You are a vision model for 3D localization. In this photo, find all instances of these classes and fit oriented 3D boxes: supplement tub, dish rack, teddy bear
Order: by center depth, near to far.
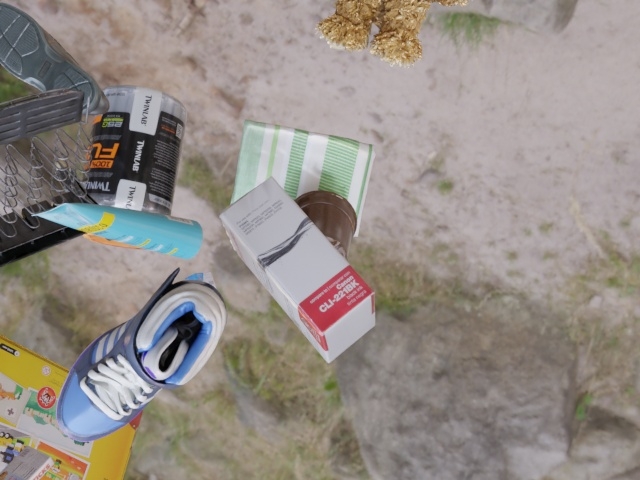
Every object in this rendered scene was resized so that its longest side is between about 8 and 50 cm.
[{"bbox_3d":[-0.406,-0.087,1.161,0.074,0.208,0.272,48,141,20],"label":"dish rack"},{"bbox_3d":[0.117,-0.420,1.340,0.245,0.338,0.113,30,157,20],"label":"teddy bear"},{"bbox_3d":[-0.424,-0.160,1.878,0.207,0.338,0.207,7,169,1],"label":"supplement tub"}]

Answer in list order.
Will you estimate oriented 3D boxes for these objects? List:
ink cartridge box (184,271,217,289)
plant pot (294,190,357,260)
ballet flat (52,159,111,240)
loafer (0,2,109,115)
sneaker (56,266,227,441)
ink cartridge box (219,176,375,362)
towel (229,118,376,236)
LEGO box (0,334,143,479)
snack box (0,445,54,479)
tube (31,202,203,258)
[{"bbox_3d":[-0.208,0.101,1.501,0.028,0.083,0.048,-27,168,29],"label":"ink cartridge box"},{"bbox_3d":[0.000,0.000,1.858,0.166,0.165,0.167,1,122,1],"label":"plant pot"},{"bbox_3d":[-0.399,-0.075,1.445,0.173,0.049,0.057,50,-179,-2],"label":"ballet flat"},{"bbox_3d":[-0.475,-0.304,1.449,0.267,0.096,0.084,42,-175,11],"label":"loafer"},{"bbox_3d":[-0.268,0.182,1.204,0.130,0.323,0.236,47,175,-7],"label":"sneaker"},{"bbox_3d":[-0.035,0.052,1.415,0.273,0.114,0.197,48,169,19],"label":"ink cartridge box"},{"bbox_3d":[-0.043,-0.144,2.009,0.324,0.248,0.038,8,-163,-11],"label":"towel"},{"bbox_3d":[-0.684,0.466,1.878,0.193,0.373,0.500,-14,140,37],"label":"LEGO box"},{"bbox_3d":[-0.550,0.436,1.451,0.064,0.178,0.022,14,133,28],"label":"snack box"},{"bbox_3d":[-0.240,-0.019,1.028,0.080,0.052,0.207,-18,158,41],"label":"tube"}]
